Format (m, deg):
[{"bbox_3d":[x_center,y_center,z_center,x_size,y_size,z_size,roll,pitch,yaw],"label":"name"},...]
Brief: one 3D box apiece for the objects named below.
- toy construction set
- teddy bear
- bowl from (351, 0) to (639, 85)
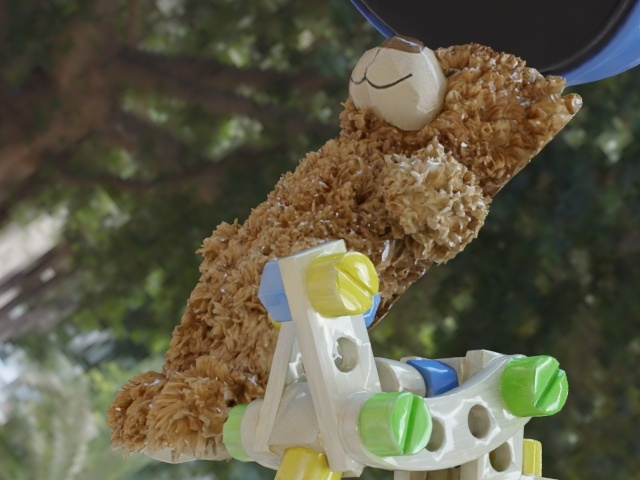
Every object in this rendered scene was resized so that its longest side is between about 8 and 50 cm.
[{"bbox_3d":[0.029,0.174,0.920,0.215,0.328,0.151,16,-3,-43],"label":"toy construction set"},{"bbox_3d":[0.000,0.000,1.099,0.113,0.338,0.245,45,-3,-6],"label":"teddy bear"},{"bbox_3d":[0.116,-0.286,1.343,0.391,0.077,0.391,28,-47,36],"label":"bowl"}]
